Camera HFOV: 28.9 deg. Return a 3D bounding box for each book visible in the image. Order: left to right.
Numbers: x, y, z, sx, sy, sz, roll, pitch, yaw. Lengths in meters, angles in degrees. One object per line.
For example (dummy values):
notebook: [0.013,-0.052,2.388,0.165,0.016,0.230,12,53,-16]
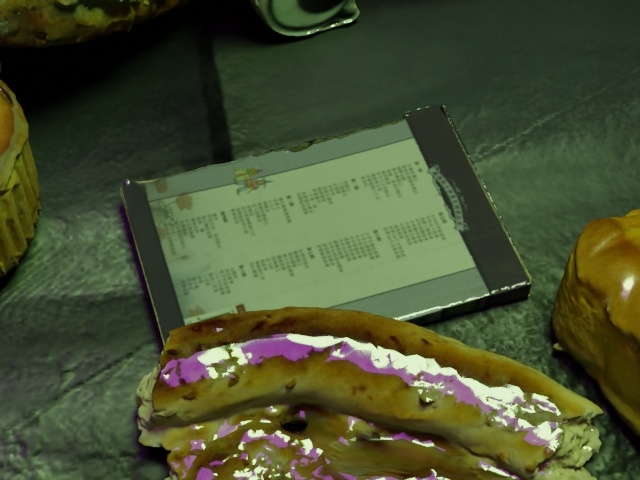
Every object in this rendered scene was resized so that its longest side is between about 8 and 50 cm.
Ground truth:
book: [0.000,0.001,0.802,0.231,0.026,0.157,-14,57,-10]

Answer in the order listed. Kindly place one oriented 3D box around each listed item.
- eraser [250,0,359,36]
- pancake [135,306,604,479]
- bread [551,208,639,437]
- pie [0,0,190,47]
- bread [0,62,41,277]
eraser: [-0.074,-0.300,0.944,0.087,0.171,0.290,-30,56,4]
pancake: [0.008,0.142,0.673,0.266,0.057,0.244,17,56,11]
bread: [0.231,0.082,0.698,0.102,0.094,0.245,-22,55,-22]
pie: [-0.226,-0.215,0.892,0.308,0.085,0.308,5,27,-3]
bread: [-0.276,-0.030,0.776,0.199,0.104,0.199,0,48,0]
